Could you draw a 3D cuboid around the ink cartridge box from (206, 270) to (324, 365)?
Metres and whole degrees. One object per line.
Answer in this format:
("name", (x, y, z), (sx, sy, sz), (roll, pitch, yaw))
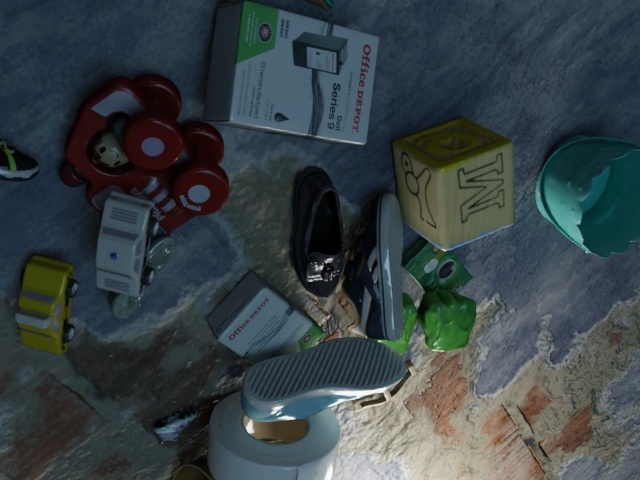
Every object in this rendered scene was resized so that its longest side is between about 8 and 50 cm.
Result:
("ink cartridge box", (-0.117, 0.184, 1.706), (0.153, 0.087, 0.208), (-47, 127, 1))

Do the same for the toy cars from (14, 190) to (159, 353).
("toy cars", (-0.424, 0.073, 1.409), (0.393, 0.087, 0.176), (-35, 100, 20))

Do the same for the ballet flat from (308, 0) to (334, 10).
("ballet flat", (-0.050, -0.491, 1.432), (0.067, 0.073, 0.206), (-25, 124, 16))

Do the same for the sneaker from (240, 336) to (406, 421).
("sneaker", (0.000, 0.305, 1.711), (0.365, 0.135, 0.150), (-4, 145, -18))

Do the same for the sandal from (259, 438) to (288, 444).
("sandal", (-0.108, 0.476, 1.877), (0.180, 0.072, 0.049), (-7, 138, -30))

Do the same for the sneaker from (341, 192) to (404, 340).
("sneaker", (0.110, 0.057, 1.736), (0.126, 0.127, 0.321), (1, 90, -68))

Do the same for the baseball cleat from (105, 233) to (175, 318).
("baseball cleat", (-0.350, 0.048, 1.489), (0.072, 0.109, 0.206), (9, 125, -53))

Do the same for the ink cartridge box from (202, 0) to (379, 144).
("ink cartridge box", (-0.049, -0.296, 1.450), (0.289, 0.121, 0.211), (4, 95, -32))

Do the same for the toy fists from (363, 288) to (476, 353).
("toy fists", (0.228, 0.182, 1.862), (0.279, 0.096, 0.142), (-3, 128, -6))

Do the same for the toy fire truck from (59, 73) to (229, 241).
("toy fire truck", (-0.317, -0.130, 1.412), (0.253, 0.169, 0.302), (-32, 128, 14))

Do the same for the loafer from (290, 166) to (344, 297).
("loafer", (0.000, 0.000, 1.672), (0.109, 0.095, 0.303), (-16, 120, -21))

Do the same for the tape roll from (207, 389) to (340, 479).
("tape roll", (-0.100, 0.434, 1.717), (0.286, 0.286, 0.100), (-4, 115, -27))

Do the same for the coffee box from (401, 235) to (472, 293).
("coffee box", (0.272, 0.068, 1.886), (0.113, 0.040, 0.184), (-45, 126, 1))

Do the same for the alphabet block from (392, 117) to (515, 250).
("alphabet block", (0.285, -0.124, 1.709), (0.193, 0.192, 0.197), (-21, 123, -20))

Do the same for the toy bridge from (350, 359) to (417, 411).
("toy bridge", (0.159, 0.373, 1.986), (0.188, 0.026, 0.063), (-32, 126, -11))

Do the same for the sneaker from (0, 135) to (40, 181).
("sneaker", (-0.560, -0.171, 1.295), (0.234, 0.084, 0.097), (21, 101, -34))

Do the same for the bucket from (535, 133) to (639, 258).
("bucket", (0.668, -0.118, 1.920), (0.281, 0.183, 0.281), (-12, 118, -23))

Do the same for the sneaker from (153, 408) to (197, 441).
("sneaker", (-0.310, 0.411, 1.749), (0.098, 0.038, 0.069), (-19, 123, -8))

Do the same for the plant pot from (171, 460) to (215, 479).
("plant pot", (-0.171, 0.590, 1.813), (0.254, 0.237, 0.237), (-8, 118, -41))
